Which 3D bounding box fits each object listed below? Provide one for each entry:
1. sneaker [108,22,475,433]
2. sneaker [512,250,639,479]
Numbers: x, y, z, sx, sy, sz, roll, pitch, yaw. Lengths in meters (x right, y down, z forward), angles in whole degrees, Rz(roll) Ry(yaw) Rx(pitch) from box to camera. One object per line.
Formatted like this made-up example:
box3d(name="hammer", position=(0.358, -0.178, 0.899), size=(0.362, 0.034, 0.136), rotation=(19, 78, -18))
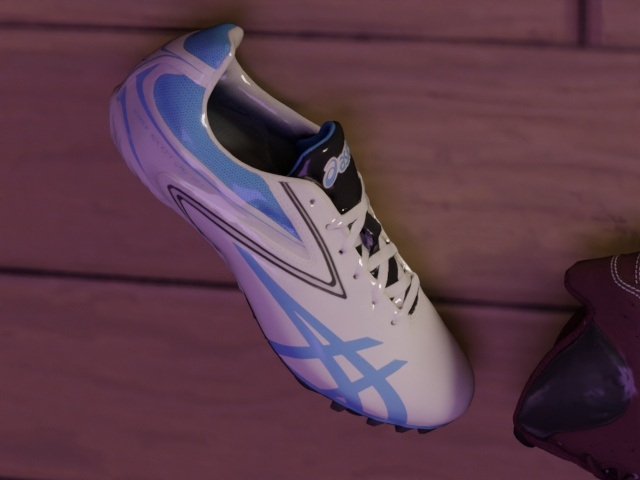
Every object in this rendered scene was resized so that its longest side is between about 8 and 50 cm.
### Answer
box3d(name="sneaker", position=(0.000, 0.000, 0.895), size=(0.086, 0.085, 0.237), rotation=(-30, 112, 34))
box3d(name="sneaker", position=(0.181, 0.120, 0.926), size=(0.163, 0.106, 0.281), rotation=(-5, 111, 24))
